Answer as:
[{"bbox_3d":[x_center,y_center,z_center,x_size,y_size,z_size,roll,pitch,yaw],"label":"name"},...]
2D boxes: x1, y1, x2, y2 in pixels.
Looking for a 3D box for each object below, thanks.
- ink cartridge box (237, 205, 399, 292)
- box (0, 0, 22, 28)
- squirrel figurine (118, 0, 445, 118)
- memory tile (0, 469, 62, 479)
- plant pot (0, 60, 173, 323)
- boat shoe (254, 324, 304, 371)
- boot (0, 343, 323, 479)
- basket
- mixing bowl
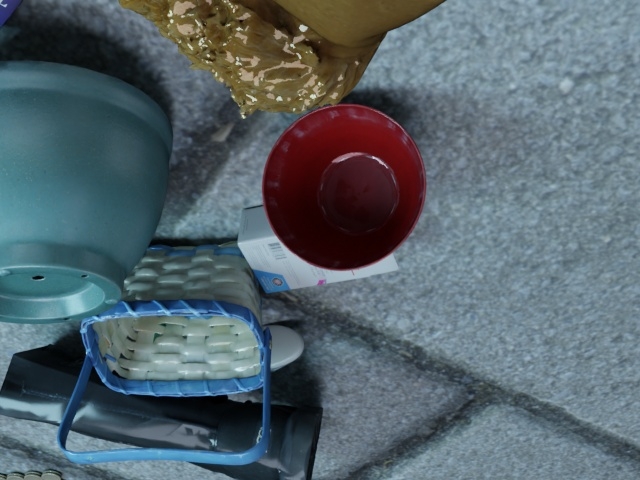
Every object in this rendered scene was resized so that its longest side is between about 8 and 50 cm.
[{"bbox_3d":[0.000,0.000,1.125,0.181,0.061,0.104,-10,137,15],"label":"ink cartridge box"},{"bbox_3d":[-0.392,-0.292,0.805,0.261,0.103,0.184,33,133,-28],"label":"box"},{"bbox_3d":[-0.073,-0.298,0.655,0.371,0.281,0.397,28,130,-16],"label":"squirrel figurine"},{"bbox_3d":[-0.557,0.478,1.737,0.148,0.012,0.113,-6,137,10],"label":"memory tile"},{"bbox_3d":[-0.301,-0.027,0.951,0.293,0.196,0.293,-6,156,-3],"label":"plant pot"},{"bbox_3d":[-0.095,0.178,1.333,0.184,0.066,0.063,-23,145,24],"label":"boat shoe"},{"bbox_3d":[-0.226,0.281,1.380,0.446,0.146,0.367,9,161,4],"label":"boot"},{"bbox_3d":[-0.177,0.148,1.132,0.255,0.288,0.201,0,136,7],"label":"basket"},{"bbox_3d":[0.034,-0.057,1.006,0.182,0.181,0.098,-8,177,13],"label":"mixing bowl"}]
